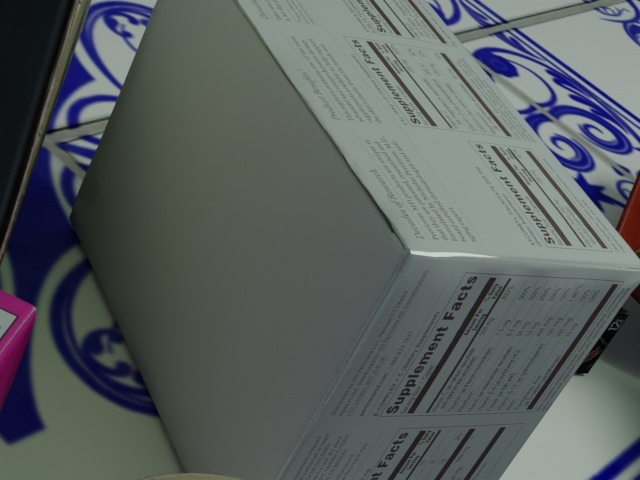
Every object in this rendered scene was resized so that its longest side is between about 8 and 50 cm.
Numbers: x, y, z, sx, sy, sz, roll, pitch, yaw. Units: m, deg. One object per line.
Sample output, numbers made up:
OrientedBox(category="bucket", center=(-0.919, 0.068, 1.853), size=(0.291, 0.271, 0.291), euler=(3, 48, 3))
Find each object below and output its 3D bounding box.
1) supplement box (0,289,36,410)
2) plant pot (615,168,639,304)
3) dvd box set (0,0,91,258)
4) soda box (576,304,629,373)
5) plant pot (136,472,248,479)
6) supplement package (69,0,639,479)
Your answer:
OrientedBox(category="supplement box", center=(-0.209, 0.097, 0.536), size=(0.114, 0.111, 0.220), euler=(27, 31, 0))
OrientedBox(category="plant pot", center=(0.392, -0.005, 0.992), size=(0.235, 0.267, 0.267), euler=(53, 31, -9))
OrientedBox(category="dvd box set", center=(-0.148, -0.150, 0.756), size=(0.062, 0.307, 0.420), euler=(17, 34, -11))
OrientedBox(category="soda box", center=(0.143, 0.011, 0.972), size=(0.053, 0.060, 0.169), euler=(8, 36, -27))
OrientedBox(category="plant pot", center=(-0.055, 0.183, 0.463), size=(0.201, 0.180, 0.201), euler=(20, 32, -13))
OrientedBox(category="supplement package", center=(0.000, 0.000, 0.744), size=(0.145, 0.204, 0.262), euler=(4, 39, -34))
